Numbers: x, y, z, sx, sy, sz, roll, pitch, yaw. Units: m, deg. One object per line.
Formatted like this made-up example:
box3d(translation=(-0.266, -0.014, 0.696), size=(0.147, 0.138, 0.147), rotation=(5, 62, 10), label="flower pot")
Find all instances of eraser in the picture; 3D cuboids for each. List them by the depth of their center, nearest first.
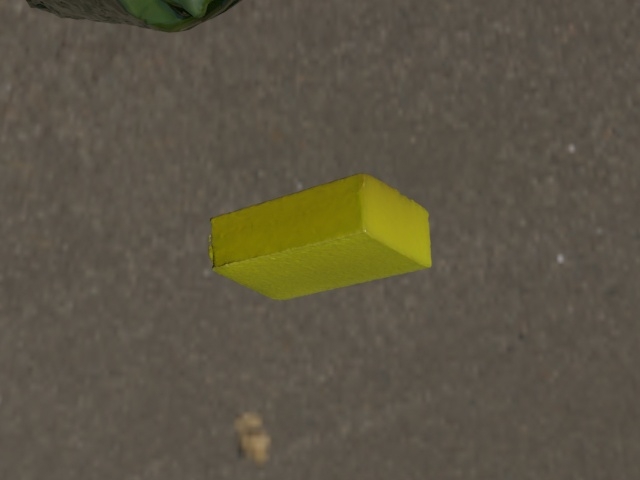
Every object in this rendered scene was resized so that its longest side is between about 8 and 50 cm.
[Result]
box3d(translation=(0.000, 0.000, 1.239), size=(0.122, 0.045, 0.097), rotation=(-14, 160, 27), label="eraser")

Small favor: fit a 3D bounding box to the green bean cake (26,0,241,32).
box3d(translation=(-0.057, -0.239, 0.759), size=(0.250, 0.156, 0.247), rotation=(-38, 113, -20), label="green bean cake")
